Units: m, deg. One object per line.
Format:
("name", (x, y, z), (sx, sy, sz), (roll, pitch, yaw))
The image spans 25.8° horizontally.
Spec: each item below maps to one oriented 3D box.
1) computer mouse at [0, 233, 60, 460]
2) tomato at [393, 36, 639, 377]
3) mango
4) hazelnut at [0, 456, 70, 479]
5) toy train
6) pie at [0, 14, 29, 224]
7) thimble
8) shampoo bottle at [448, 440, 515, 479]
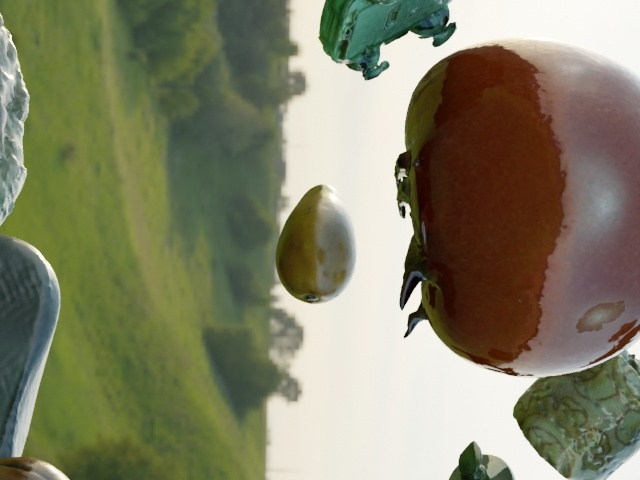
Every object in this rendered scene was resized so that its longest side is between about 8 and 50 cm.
("computer mouse", (-0.433, 0.162, 1.735), (0.122, 0.188, 0.371), (98, -1, -51))
("tomato", (0.160, -0.024, 1.044), (0.256, 0.224, 0.256), (-7, 90, -77))
("mango", (-0.001, 0.005, 1.559), (0.163, 0.089, 0.111), (-70, 168, -69))
("hazelnut", (-0.243, 0.251, 1.141), (0.150, 0.150, 0.150), (-179, -90, -88))
("toy train", (0.056, -0.188, 1.000), (0.081, 0.149, 0.099), (49, -28, 21))
("pie", (-0.306, -0.121, 1.099), (0.306, 0.071, 0.306), (-5, 90, -81))
("thimble", (0.313, 0.190, 1.603), (0.143, 0.137, 0.190), (-46, 172, 12))
("shampoo bottle", (0.200, 0.334, 1.649), (0.118, 0.087, 0.234), (-75, 152, -47))
